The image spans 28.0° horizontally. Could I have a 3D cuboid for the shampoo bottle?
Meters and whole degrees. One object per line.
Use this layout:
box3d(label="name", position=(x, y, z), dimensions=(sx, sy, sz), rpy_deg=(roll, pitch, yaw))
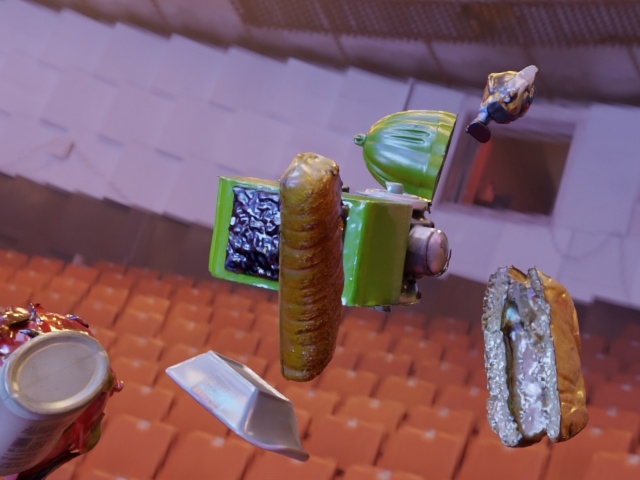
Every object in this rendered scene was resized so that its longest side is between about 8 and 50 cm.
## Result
box3d(label="shampoo bottle", position=(-0.311, 0.184, 1.354), dimensions=(0.087, 0.118, 0.234), rpy_deg=(55, -40, 10))

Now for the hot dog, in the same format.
box3d(label="hot dog", position=(-0.010, 0.034, 1.301), dimensions=(0.068, 0.083, 0.289), rpy_deg=(9, -46, 6))

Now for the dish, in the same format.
box3d(label="dish", position=(-0.099, 0.233, 1.835), dimensions=(0.234, 0.064, 0.154), rpy_deg=(34, 2, 41))

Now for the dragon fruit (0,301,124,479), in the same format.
box3d(label="dragon fruit", position=(-0.409, 0.191, 1.621), dimensions=(0.307, 0.243, 0.227), rpy_deg=(17, -1, -23))

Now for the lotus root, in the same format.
box3d(label="lotus root", position=(0.138, -0.155, 2.251), dimensions=(0.186, 0.186, 0.186), rpy_deg=(16, -20, 6))

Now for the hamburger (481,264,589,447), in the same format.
box3d(label="hamburger", position=(0.299, 0.163, 1.793), dimensions=(0.124, 0.262, 0.131), rpy_deg=(-17, -24, 38))

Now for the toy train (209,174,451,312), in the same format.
box3d(label="toy train", position=(0.000, 0.000, 1.694), dimensions=(0.307, 0.174, 0.249), rpy_deg=(11, 7, 33))

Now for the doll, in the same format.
box3d(label="doll", position=(0.241, -0.185, 1.683), dimensions=(0.070, 0.195, 0.096), rpy_deg=(48, -59, -3))
